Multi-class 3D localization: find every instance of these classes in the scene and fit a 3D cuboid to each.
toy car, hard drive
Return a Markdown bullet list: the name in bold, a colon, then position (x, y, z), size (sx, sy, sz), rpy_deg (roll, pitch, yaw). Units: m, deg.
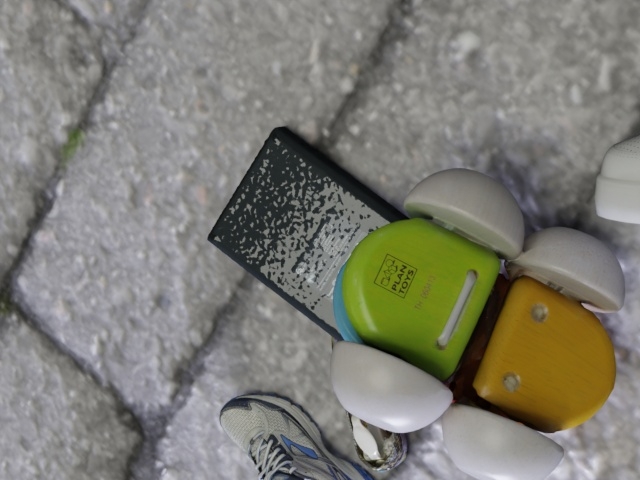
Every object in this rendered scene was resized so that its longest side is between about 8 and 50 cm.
- **toy car**: position (0.085, 0.053, 0.973), size (0.182, 0.159, 0.136), rpy_deg (28, 169, -17)
- **hard drive**: position (0.000, 0.000, 1.060), size (0.135, 0.022, 0.094), rpy_deg (37, 109, 14)

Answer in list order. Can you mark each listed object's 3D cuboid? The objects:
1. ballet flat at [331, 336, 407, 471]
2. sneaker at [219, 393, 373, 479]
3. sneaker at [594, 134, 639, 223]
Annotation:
- **ballet flat**: position (0.030, 0.105, 1.081), size (0.041, 0.041, 0.114), rpy_deg (-12, 101, 32)
- **sneaker**: position (-0.021, 0.158, 1.117), size (0.135, 0.058, 0.052), rpy_deg (35, 121, 16)
- **sneaker**: position (0.279, -0.099, 0.834), size (0.293, 0.108, 0.169), rpy_deg (-7, 102, 22)
